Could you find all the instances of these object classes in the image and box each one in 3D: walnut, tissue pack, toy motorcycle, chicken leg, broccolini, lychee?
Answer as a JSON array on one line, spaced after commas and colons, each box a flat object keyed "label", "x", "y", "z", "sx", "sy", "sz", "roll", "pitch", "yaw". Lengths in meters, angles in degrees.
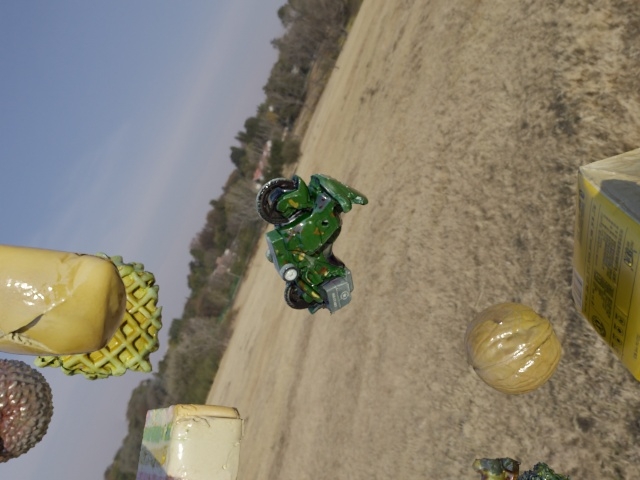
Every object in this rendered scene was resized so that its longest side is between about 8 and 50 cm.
[{"label": "walnut", "x": 0.474, "y": 0.264, "z": 1.215, "sx": 0.228, "sy": 0.228, "sz": 0.227, "roll": -159, "pitch": 90, "yaw": -81}, {"label": "tissue pack", "x": 0.654, "y": 0.044, "z": 0.942, "sx": 0.293, "sy": 0.229, "sz": 0.381, "roll": -104, "pitch": -6, "yaw": -52}, {"label": "toy motorcycle", "x": 0.000, "y": 0.000, "z": 0.836, "sx": 0.125, "sy": 0.187, "sz": 0.274, "roll": 45, "pitch": 152, "yaw": 53}, {"label": "chicken leg", "x": 0.464, "y": 0.601, "z": 1.142, "sx": 0.140, "sy": 0.212, "sz": 0.360, "roll": 53, "pitch": 163, "yaw": 47}, {"label": "broccolini", "x": 0.390, "y": 0.389, "z": 0.703, "sx": 0.203, "sy": 0.091, "sz": 0.068, "roll": 8, "pitch": 85, "yaw": 47}, {"label": "lychee", "x": -0.534, "y": 0.287, "z": 0.812, "sx": 0.165, "sy": 0.165, "sz": 0.197, "roll": -68, "pitch": 26, "yaw": 5}]

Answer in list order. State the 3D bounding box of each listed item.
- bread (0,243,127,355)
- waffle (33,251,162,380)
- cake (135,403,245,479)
[{"label": "bread", "x": -0.196, "y": 0.047, "z": 0.334, "sx": 0.056, "sy": 0.115, "sz": 0.082, "roll": -106, "pitch": 30, "yaw": -57}, {"label": "waffle", "x": -0.370, "y": 0.125, "z": 0.822, "sx": 0.054, "sy": 0.208, "sz": 0.213, "roll": -23, "pitch": 62, "yaw": 60}, {"label": "cake", "x": -0.210, "y": 0.285, "z": 0.669, "sx": 0.226, "sy": 0.090, "sz": 0.109, "roll": -19, "pitch": 62, "yaw": 38}]
